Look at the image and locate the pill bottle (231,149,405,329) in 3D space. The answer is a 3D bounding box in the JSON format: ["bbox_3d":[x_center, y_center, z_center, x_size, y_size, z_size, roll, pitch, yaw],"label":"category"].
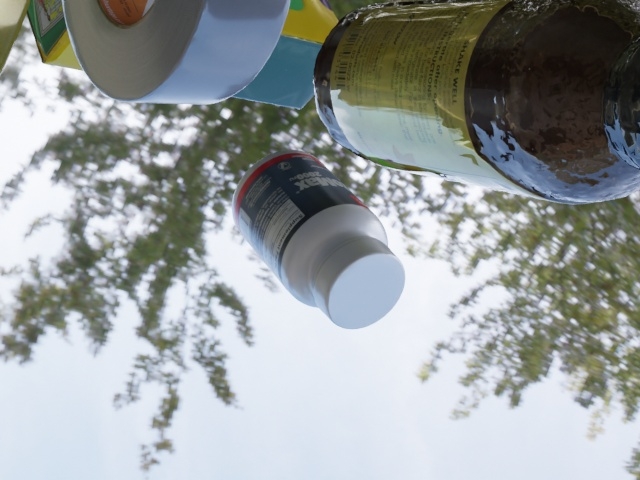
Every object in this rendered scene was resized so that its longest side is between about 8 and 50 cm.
[{"bbox_3d":[0.000,0.000,1.021,0.108,0.108,0.180,-51,-137,8],"label":"pill bottle"}]

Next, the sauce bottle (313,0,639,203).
[{"bbox_3d":[0.111,-0.076,0.574,0.111,0.111,0.344,-66,-154,-1],"label":"sauce bottle"}]

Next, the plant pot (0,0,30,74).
[{"bbox_3d":[-0.312,-0.199,0.723,0.212,0.212,0.187,13,-123,30],"label":"plant pot"}]

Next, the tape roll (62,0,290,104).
[{"bbox_3d":[-0.109,-0.208,0.792,0.219,0.072,0.219,3,-86,51],"label":"tape roll"}]

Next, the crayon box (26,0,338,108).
[{"bbox_3d":[-0.171,-0.321,1.125,0.106,0.313,0.363,-44,-123,36],"label":"crayon box"}]
